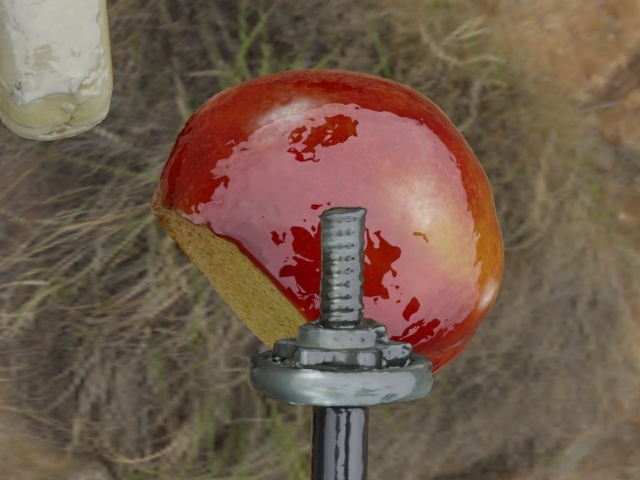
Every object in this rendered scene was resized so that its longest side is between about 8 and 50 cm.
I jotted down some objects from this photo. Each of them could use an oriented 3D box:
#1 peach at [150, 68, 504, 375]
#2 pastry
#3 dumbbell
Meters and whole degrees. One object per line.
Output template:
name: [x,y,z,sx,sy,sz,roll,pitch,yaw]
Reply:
peach: [0.000,0.000,0.936,0.192,0.190,0.190,-9,90,-22]
pastry: [-0.194,-0.149,1.172,0.088,0.166,0.165,-6,88,-15]
dumbbell: [0.007,0.112,0.707,0.082,0.082,0.253,-1,94,-30]
